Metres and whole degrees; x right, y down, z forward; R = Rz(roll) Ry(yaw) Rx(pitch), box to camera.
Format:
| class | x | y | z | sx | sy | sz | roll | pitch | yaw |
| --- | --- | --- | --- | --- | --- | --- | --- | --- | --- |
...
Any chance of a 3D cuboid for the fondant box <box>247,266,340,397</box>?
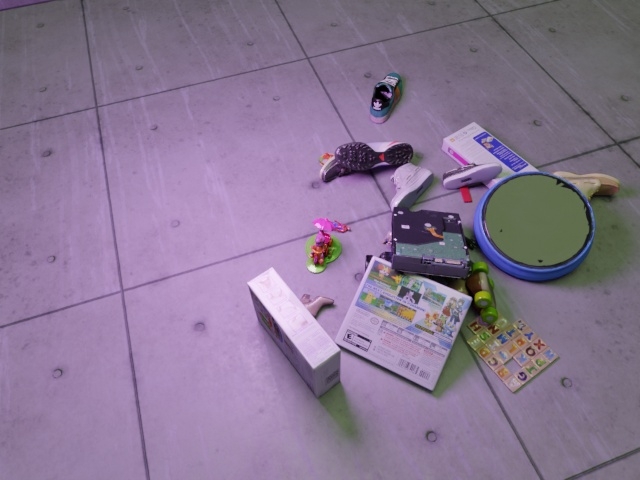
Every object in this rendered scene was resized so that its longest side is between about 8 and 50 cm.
| class | x | y | z | sx | sy | sz | roll | pitch | yaw |
| --- | --- | --- | --- | --- | --- | --- | --- | --- | --- |
| fondant box | -0.075 | 0.270 | 1.473 | 0.096 | 0.238 | 0.330 | -33 | 61 | -20 |

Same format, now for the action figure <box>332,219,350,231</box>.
| class | x | y | z | sx | sy | sz | roll | pitch | yaw |
| --- | --- | --- | --- | --- | --- | --- | --- | --- | --- |
| action figure | 0.053 | -0.053 | 1.828 | 0.115 | 0.030 | 0.038 | 12 | 51 | 8 |

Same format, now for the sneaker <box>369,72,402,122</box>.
| class | x | y | z | sx | sy | sz | roll | pitch | yaw |
| --- | --- | --- | --- | --- | --- | --- | --- | --- | --- |
| sneaker | 0.292 | -0.648 | 2.182 | 0.108 | 0.121 | 0.302 | 15 | 56 | 11 |

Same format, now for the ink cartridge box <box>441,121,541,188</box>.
| class | x | y | z | sx | sy | sz | roll | pitch | yaw |
| --- | --- | --- | --- | --- | --- | --- | --- | --- | --- |
| ink cartridge box | 0.665 | -0.312 | 1.971 | 0.175 | 0.069 | 0.371 | -30 | 57 | -19 |

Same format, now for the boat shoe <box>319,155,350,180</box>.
| class | x | y | z | sx | sy | sz | roll | pitch | yaw |
| --- | --- | --- | --- | --- | --- | --- | --- | --- | --- |
| boat shoe | 0.092 | -0.296 | 1.965 | 0.223 | 0.080 | 0.073 | -37 | 56 | -27 |

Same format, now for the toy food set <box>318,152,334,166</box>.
| class | x | y | z | sx | sy | sz | roll | pitch | yaw |
| --- | --- | --- | --- | --- | --- | --- | --- | --- | --- |
| toy food set | 0.035 | -0.321 | 2.020 | 0.083 | 0.020 | 0.083 | 31 | 61 | 20 |

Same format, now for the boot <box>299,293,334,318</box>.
| class | x | y | z | sx | sy | sz | roll | pitch | yaw |
| --- | --- | --- | --- | --- | --- | --- | --- | --- | --- |
| boot | -0.020 | 0.222 | 1.631 | 0.118 | 0.042 | 0.087 | 8 | 62 | 9 |

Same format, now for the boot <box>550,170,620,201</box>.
| class | x | y | z | sx | sy | sz | roll | pitch | yaw |
| --- | --- | --- | --- | --- | --- | --- | --- | --- | --- |
| boot | 0.965 | -0.146 | 1.829 | 0.261 | 0.095 | 0.204 | 7 | 58 | 1 |

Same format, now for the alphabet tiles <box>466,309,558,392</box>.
| class | x | y | z | sx | sy | sz | roll | pitch | yaw |
| --- | --- | --- | --- | --- | --- | --- | --- | --- | --- |
| alphabet tiles | 0.579 | 0.321 | 1.561 | 0.198 | 0.009 | 0.237 | -30 | 60 | -18 |

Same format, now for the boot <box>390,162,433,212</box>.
| class | x | y | z | sx | sy | sz | roll | pitch | yaw |
| --- | --- | --- | --- | --- | --- | --- | --- | --- | --- |
| boot | 0.309 | -0.199 | 1.895 | 0.123 | 0.095 | 0.258 | 30 | 52 | 27 |

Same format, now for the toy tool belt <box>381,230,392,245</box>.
| class | x | y | z | sx | sy | sz | roll | pitch | yaw |
| --- | --- | --- | --- | --- | --- | --- | --- | --- | --- |
| toy tool belt | 0.258 | 0.008 | 1.772 | 0.083 | 0.052 | 0.051 | 39 | 95 | 28 |

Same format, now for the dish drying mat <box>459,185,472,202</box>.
| class | x | y | z | sx | sy | sz | roll | pitch | yaw |
| --- | --- | --- | --- | --- | --- | --- | --- | --- | --- |
| dish drying mat | 0.551 | -0.178 | 1.914 | 0.032 | 0.008 | 0.083 | -4 | 54 | -2 |

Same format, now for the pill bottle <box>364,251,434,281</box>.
| class | x | y | z | sx | sy | sz | roll | pitch | yaw |
| --- | --- | --- | --- | --- | --- | --- | --- | --- | --- |
| pill bottle | 0.257 | 0.099 | 1.657 | 0.219 | 0.123 | 0.123 | 3 | 55 | 4 |

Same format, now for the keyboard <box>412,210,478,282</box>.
| class | x | y | z | sx | sy | sz | roll | pitch | yaw |
| --- | --- | --- | --- | --- | --- | --- | --- | --- | --- |
| keyboard | 0.428 | 0.003 | 1.776 | 0.201 | 0.033 | 0.317 | -33 | 61 | -20 |

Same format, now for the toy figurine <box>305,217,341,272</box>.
| class | x | y | z | sx | sy | sz | roll | pitch | yaw |
| --- | --- | --- | --- | --- | --- | --- | --- | --- | --- |
| toy figurine | 0.000 | 0.000 | 1.710 | 0.130 | 0.159 | 0.173 | 17 | 58 | 13 |

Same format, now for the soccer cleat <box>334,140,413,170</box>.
| class | x | y | z | sx | sy | sz | roll | pitch | yaw |
| --- | --- | --- | --- | --- | --- | --- | --- | --- | --- |
| soccer cleat | 0.196 | -0.333 | 1.949 | 0.317 | 0.109 | 0.116 | -7 | 16 | -16 |

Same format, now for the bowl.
| class | x | y | z | sx | sy | sz | roll | pitch | yaw |
| --- | --- | --- | --- | --- | --- | --- | --- | --- | --- |
| bowl | 0.727 | -0.060 | 1.712 | 0.390 | 0.077 | 0.392 | -3 | 70 | 8 |

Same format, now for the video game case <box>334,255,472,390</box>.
| class | x | y | z | sx | sy | sz | roll | pitch | yaw |
| --- | --- | --- | --- | --- | --- | --- | --- | --- | --- |
| video game case | 0.249 | 0.245 | 1.536 | 0.328 | 0.036 | 0.300 | 23 | 84 | 17 |

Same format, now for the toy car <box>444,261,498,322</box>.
| class | x | y | z | sx | sy | sz | roll | pitch | yaw |
| --- | --- | --- | --- | --- | --- | --- | --- | --- | --- |
| toy car | 0.457 | 0.177 | 1.616 | 0.188 | 0.149 | 0.155 | -14 | 38 | 23 |

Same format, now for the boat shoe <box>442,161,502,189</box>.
| class | x | y | z | sx | sy | sz | roll | pitch | yaw |
| --- | --- | --- | --- | --- | --- | --- | --- | --- | --- |
| boat shoe | 0.566 | -0.259 | 1.890 | 0.219 | 0.078 | 0.070 | -14 | 53 | 23 |

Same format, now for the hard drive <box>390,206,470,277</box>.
| class | x | y | z | sx | sy | sz | roll | pitch | yaw |
| --- | --- | --- | --- | --- | --- | --- | --- | --- | --- |
| hard drive | 0.350 | -0.002 | 1.646 | 0.236 | 0.064 | 0.339 | 6 | 29 | 4 |
